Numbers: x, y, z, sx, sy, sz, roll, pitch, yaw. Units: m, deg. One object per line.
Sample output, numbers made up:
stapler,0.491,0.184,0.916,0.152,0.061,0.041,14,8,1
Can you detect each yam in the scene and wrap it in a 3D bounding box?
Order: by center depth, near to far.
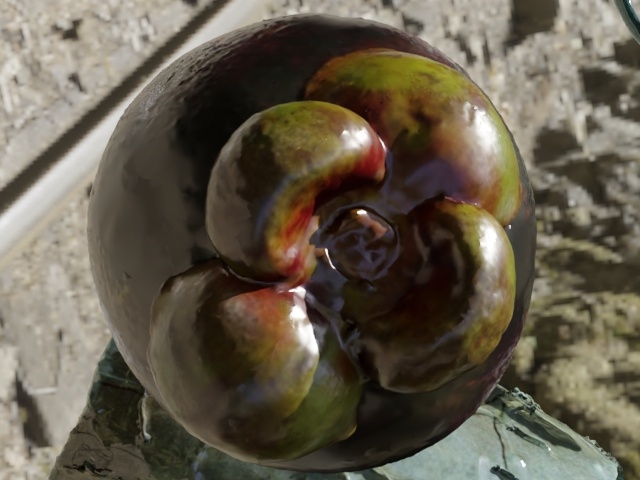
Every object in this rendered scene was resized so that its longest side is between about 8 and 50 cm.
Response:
yam,0.009,0.163,0.863,0.348,0.241,0.241,30,40,-5

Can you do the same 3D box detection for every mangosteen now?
mangosteen,0.000,0.000,0.573,0.210,0.210,0.210,-8,90,-66

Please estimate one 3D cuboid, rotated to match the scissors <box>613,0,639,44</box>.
scissors,0.264,-0.092,0.870,0.289,0.041,0.138,67,-21,11
